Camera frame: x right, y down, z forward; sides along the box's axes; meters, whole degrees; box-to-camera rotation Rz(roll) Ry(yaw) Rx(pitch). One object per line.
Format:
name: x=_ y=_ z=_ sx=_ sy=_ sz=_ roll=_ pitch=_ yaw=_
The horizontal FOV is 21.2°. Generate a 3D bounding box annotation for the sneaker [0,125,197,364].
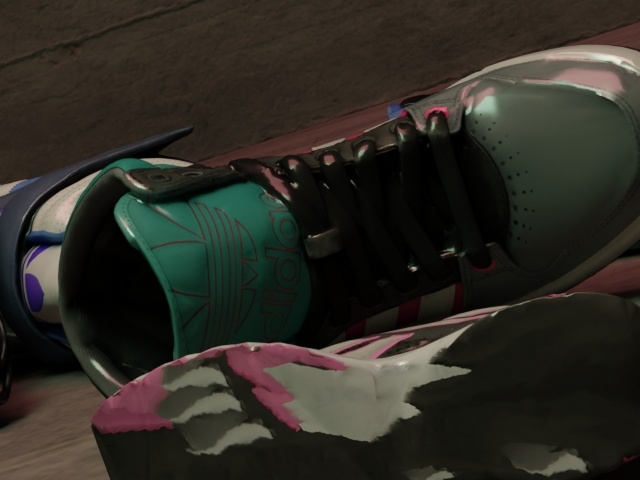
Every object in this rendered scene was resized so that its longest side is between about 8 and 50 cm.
sneaker: x=-0.203 y=0.021 z=1.048 sx=0.322 sy=0.130 sz=0.236 roll=-14 pitch=2 yaw=-9

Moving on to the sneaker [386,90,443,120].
sneaker: x=0.109 y=-0.083 z=1.267 sx=0.090 sy=0.081 sz=0.232 roll=-24 pitch=5 yaw=11

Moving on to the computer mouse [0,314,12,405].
computer mouse: x=-0.300 y=0.080 z=0.965 sx=0.272 sy=0.072 sz=0.188 roll=-25 pitch=48 yaw=-1

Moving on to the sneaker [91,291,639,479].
sneaker: x=0.022 y=0.060 z=0.528 sx=0.178 sy=0.072 sz=0.077 roll=-8 pitch=-3 yaw=11

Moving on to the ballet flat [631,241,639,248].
ballet flat: x=0.122 y=-0.038 z=0.894 sx=0.086 sy=0.086 sz=0.248 roll=-22 pitch=8 yaw=-28

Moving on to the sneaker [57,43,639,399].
sneaker: x=0.000 y=0.000 z=0.721 sx=0.295 sy=0.124 sz=0.178 roll=-23 pitch=-1 yaw=32
